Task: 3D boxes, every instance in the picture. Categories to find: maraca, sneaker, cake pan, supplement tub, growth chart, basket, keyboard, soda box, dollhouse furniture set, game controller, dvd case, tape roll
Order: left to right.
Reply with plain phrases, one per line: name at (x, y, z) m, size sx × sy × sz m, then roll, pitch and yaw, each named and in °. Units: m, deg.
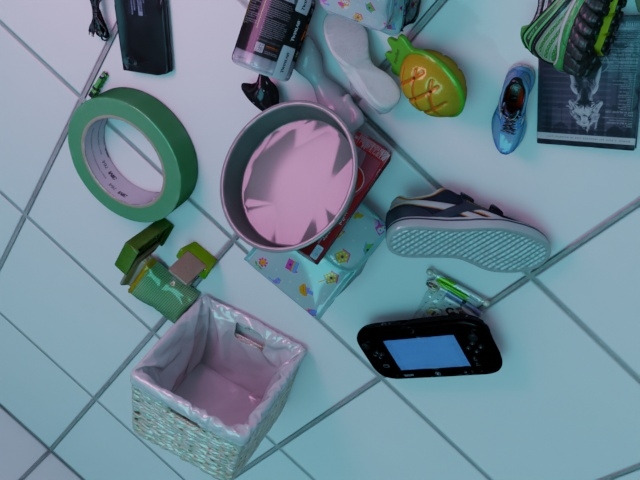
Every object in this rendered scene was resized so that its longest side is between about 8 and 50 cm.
keyboard at (-0.410, -0.510, 1.436) m, size 0.202 × 0.033 × 0.317 m, roll 12°, pitch 124°, yaw 14°
tape roll at (-0.449, -0.199, 1.623) m, size 0.321 × 0.077 × 0.321 m, roll 13°, pitch 126°, yaw 19°
dollhouse furniture set at (-0.429, 0.119, 1.767) m, size 0.198 × 0.151 × 0.301 m, roll 39°, pitch 130°, yaw 1°
basket at (-0.264, 0.382, 1.734) m, size 0.329 × 0.331 × 0.266 m, roll 26°, pitch 130°, yaw 12°
supplement tub at (-0.081, -0.399, 1.247) m, size 0.117 × 0.117 × 0.190 m, roll 24°, pitch 105°, yaw 13°
cake pan at (-0.054, -0.116, 1.279) m, size 0.293 × 0.054 × 0.293 m, roll -6°, pitch 76°, yaw 27°
soda box at (0.034, -0.081, 1.339) m, size 0.083 × 0.092 × 0.263 m, roll 35°, pitch 89°, yaw 5°
sneaker at (0.065, -0.326, 1.279) m, size 0.212 × 0.080 × 0.094 m, roll 59°, pitch 169°, yaw 0°
maraca at (0.185, -0.292, 1.214) m, size 0.186 × 0.099 × 0.127 m, roll 44°, pitch 160°, yaw 15°
game controller at (0.239, 0.242, 1.520) m, size 0.319 × 0.067 × 0.166 m, roll -11°, pitch 115°, yaw 35°
growth chart at (0.283, 0.181, 1.512) m, size 0.172 × 0.021 × 0.237 m, roll 25°, pitch 130°, yaw 13°
sneaker at (0.285, -0.028, 1.324) m, size 0.321 × 0.127 × 0.126 m, roll 9°, pitch 133°, yaw -7°
sneaker at (0.330, -0.224, 1.195) m, size 0.064 × 0.073 × 0.162 m, roll 14°, pitch 125°, yaw 20°
sneaker at (0.386, -0.425, 0.999) m, size 0.146 × 0.134 × 0.343 m, roll 32°, pitch 121°, yaw 33°
dvd case at (0.446, -0.261, 1.135) m, size 0.165 × 0.018 × 0.221 m, roll 10°, pitch 123°, yaw 31°

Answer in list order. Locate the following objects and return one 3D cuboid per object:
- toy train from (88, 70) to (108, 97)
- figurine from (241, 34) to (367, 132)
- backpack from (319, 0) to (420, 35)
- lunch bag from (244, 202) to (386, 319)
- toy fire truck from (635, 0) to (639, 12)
toy train at (-0.520, -0.363, 1.591) m, size 0.017 × 0.023 × 0.083 m, roll 44°, pitch 130°, yaw -4°
figurine at (-0.037, -0.274, 1.356) m, size 0.215 × 0.092 × 0.209 m, roll -29°, pitch 99°, yaw 37°
backpack at (0.091, -0.453, 1.135) m, size 0.166 × 0.144 × 0.188 m, roll 27°, pitch 126°, yaw 17°
lunch bag at (0.000, 0.000, 1.463) m, size 0.223 × 0.160 × 0.262 m, roll 40°, pitch 118°, yaw 5°
toy fire truck at (0.562, -0.399, 0.931) m, size 0.247 × 0.158 × 0.217 m, roll -16°, pitch 112°, yaw 23°
